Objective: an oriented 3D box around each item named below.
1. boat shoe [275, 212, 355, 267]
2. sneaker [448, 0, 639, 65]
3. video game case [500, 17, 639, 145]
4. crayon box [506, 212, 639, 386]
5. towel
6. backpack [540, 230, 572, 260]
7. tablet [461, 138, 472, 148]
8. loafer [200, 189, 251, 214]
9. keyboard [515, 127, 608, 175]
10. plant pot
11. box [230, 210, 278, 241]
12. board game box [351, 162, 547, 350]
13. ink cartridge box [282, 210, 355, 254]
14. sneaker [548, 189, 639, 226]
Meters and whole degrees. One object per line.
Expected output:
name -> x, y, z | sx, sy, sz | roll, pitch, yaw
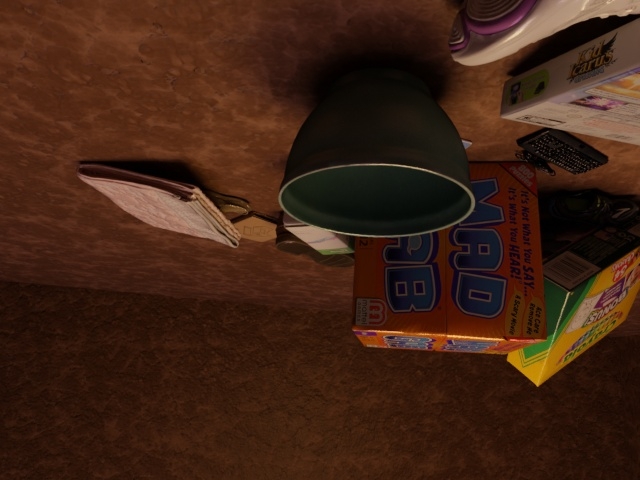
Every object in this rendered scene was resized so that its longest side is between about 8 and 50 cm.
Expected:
boat shoe -> 0.000, 0.000, 1.403 | 0.111, 0.104, 0.308 | -21, 149, 37
sneaker -> 0.272, -0.253, 0.479 | 0.152, 0.114, 0.305 | 17, 159, -33
video game case -> 0.426, -0.191, 0.618 | 0.270, 0.061, 0.244 | 6, -179, -14
crayon box -> 0.628, 0.135, 1.130 | 0.363, 0.106, 0.312 | -24, 130, -23
towel -> -0.395, -0.081, 1.215 | 0.318, 0.053, 0.331 | 14, 163, 15
backpack -> 0.562, 0.101, 1.331 | 0.264, 0.213, 0.276 | -4, 127, 3
tablet -> 0.247, -0.177, 0.919 | 0.054, 0.006, 0.083 | 10, 161, -16
loafer -> -0.256, -0.090, 1.249 | 0.148, 0.050, 0.056 | 15, 163, -25
keyboard -> 0.451, -0.152, 0.899 | 0.192, 0.038, 0.100 | 15, 160, -30
plant pot -> 0.088, -0.142, 0.751 | 0.294, 0.196, 0.293 | 3, 163, 1
box -> -0.192, -0.037, 1.458 | 0.165, 0.021, 0.201 | 18, 158, -37
board game box -> 0.270, 0.060, 1.088 | 0.357, 0.355, 0.356 | 1, 163, 10
ink cartridge box -> 0.007, -0.070, 1.074 | 0.093, 0.154, 0.212 | -4, 161, 25
sneaker -> 0.616, -0.073, 1.063 | 0.189, 0.066, 0.078 | 6, 169, 5
